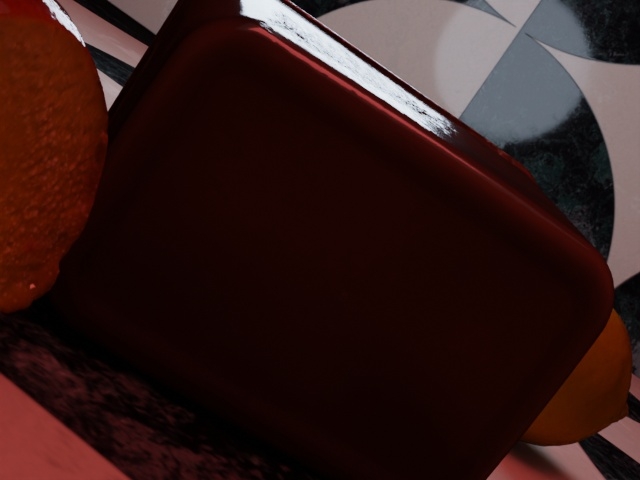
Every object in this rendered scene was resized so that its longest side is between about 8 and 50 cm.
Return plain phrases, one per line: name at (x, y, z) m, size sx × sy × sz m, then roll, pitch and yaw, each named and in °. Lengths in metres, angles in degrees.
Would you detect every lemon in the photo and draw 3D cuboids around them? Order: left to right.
lemon at (0.231, 0.123, 1.082) m, size 0.203 × 0.178 × 0.178 m, roll 34°, pitch 9°, yaw 5°

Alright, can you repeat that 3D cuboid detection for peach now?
peach at (-0.192, -0.051, 0.492) m, size 0.192 × 0.190 × 0.190 m, roll 37°, pitch 9°, yaw -12°

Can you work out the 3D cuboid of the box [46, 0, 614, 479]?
box at (0.000, 0.000, 0.735) m, size 0.339 × 0.239 × 0.229 m, roll 33°, pitch 12°, yaw -14°
